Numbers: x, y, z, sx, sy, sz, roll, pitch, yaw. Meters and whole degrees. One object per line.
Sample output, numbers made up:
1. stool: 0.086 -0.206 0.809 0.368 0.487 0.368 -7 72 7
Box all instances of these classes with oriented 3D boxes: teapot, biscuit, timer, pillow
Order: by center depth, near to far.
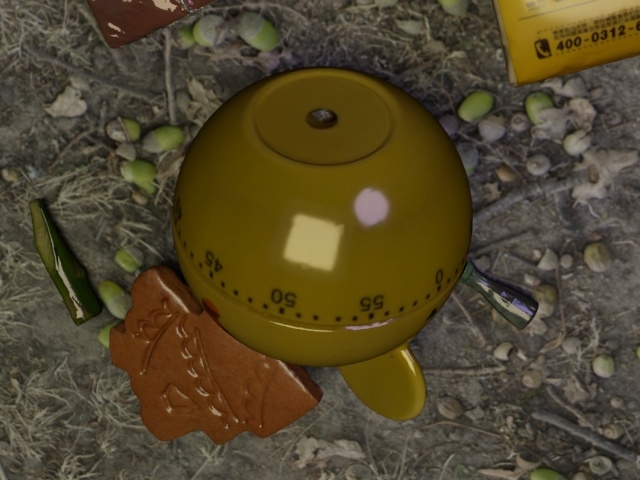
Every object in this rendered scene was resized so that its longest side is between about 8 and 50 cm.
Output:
1. timer: 0.000 0.000 1.352 0.376 0.376 0.387 9 136 4
2. pillow: -0.179 -0.323 1.380 0.232 0.043 0.126 -23 108 17
3. teapot: 0.223 0.066 1.490 0.110 0.043 0.043 36 112 -3
4. biscuit: -0.143 0.171 1.532 0.306 0.043 0.284 12 122 21

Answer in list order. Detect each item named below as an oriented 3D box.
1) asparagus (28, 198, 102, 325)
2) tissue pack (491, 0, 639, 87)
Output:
1. asparagus: -0.345 0.029 1.549 0.045 0.041 0.178 -23 107 7
2. tissue pack: 0.348 -0.349 1.198 0.381 0.228 0.293 -13 111 11
